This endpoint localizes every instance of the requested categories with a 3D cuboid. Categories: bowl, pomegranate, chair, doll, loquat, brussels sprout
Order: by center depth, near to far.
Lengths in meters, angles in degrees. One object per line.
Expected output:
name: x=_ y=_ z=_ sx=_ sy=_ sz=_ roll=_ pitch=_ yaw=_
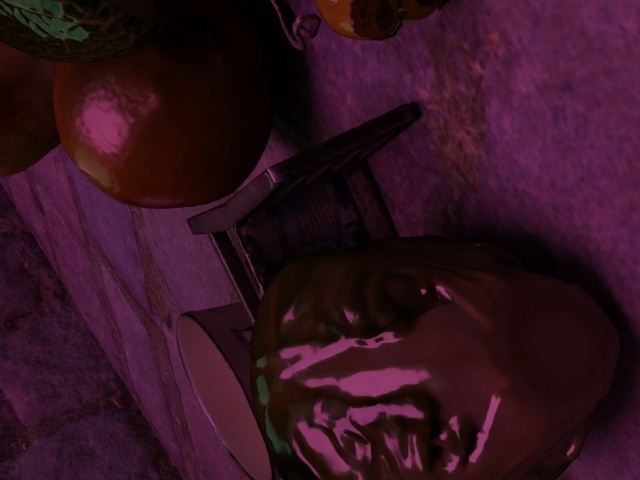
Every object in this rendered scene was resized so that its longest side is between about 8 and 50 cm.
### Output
doll: x=-0.020 y=-0.209 z=0.693 sx=0.221 sy=0.143 sz=0.135 roll=19 pitch=134 yaw=47
brussels sprout: x=0.075 y=0.101 z=0.713 sx=0.271 sy=0.210 sz=0.219 roll=-22 pitch=75 yaw=52
chair: x=0.000 y=0.000 z=0.861 sx=0.147 sy=0.136 sz=0.270 roll=64 pitch=158 yaw=-4
loquat: x=-0.145 y=-0.119 z=0.948 sx=0.213 sy=0.213 sz=0.246 roll=55 pitch=144 yaw=21
bowl: x=-0.071 y=0.173 z=1.236 sx=0.238 sy=0.126 sz=0.237 roll=50 pitch=155 yaw=33
pomegranate: x=-0.559 y=-0.266 z=1.644 sx=0.332 sy=0.332 sz=0.332 roll=49 pitch=155 yaw=33

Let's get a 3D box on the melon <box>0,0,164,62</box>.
melon: x=-0.274 y=-0.296 z=0.835 sx=0.331 sy=0.226 sz=0.343 roll=46 pitch=152 yaw=-22
